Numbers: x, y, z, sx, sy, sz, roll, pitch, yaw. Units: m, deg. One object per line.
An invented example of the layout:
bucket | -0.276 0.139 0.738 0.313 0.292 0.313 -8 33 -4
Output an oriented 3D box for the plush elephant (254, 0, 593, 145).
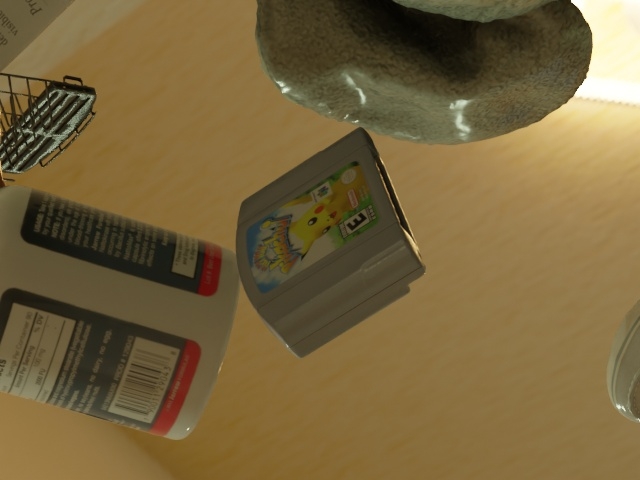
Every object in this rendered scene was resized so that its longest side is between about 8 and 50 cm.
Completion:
plush elephant | 0.023 -0.187 0.570 0.255 0.272 0.330 30 -116 3

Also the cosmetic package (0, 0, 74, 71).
cosmetic package | -0.281 -0.116 0.781 0.197 0.365 0.155 38 170 44

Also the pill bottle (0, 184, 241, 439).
pill bottle | -0.141 0.031 0.849 0.180 0.108 0.108 18 -144 -11

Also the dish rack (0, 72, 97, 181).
dish rack | -0.377 -0.109 1.726 0.271 0.208 0.074 5 -121 -42

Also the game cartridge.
game cartridge | 0.000 0.000 0.512 0.017 0.056 0.083 48 -167 -31

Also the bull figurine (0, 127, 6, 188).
bull figurine | -0.320 -0.135 1.281 0.310 0.101 0.188 72 -179 -58

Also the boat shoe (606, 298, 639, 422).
boat shoe | 0.225 0.049 0.914 0.066 0.184 0.063 27 -146 -18
